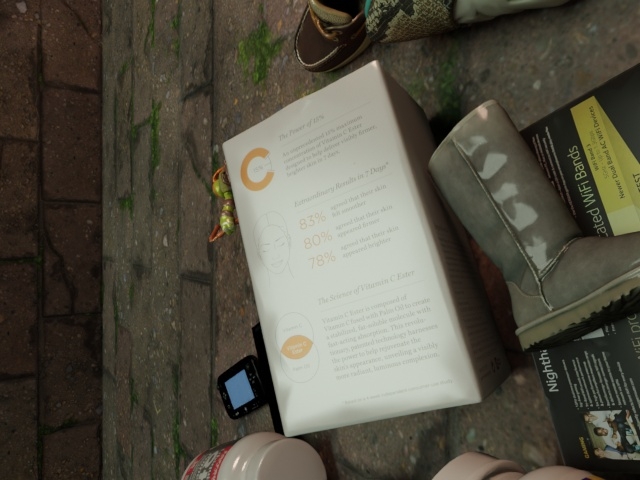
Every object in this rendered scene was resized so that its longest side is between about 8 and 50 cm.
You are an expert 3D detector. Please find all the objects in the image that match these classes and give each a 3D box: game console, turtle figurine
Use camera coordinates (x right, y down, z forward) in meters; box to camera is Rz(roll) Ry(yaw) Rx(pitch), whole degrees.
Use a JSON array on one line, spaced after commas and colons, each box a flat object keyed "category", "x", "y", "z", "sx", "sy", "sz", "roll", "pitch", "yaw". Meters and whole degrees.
[{"category": "game console", "x": -0.123, "y": 0.294, "z": 0.996, "sx": 0.361, "sy": 0.044, "sz": 0.213, "roll": -43, "pitch": 57, "yaw": 47}, {"category": "turtle figurine", "x": -0.145, "y": -0.137, "z": 0.957, "sx": 0.217, "sy": 0.087, "sz": 0.269, "roll": -22, "pitch": 43, "yaw": 39}]

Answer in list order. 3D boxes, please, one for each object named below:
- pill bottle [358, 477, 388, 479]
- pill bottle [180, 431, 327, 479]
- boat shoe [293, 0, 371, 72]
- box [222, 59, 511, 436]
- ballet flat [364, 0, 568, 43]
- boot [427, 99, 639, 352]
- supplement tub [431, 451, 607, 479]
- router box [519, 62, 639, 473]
[{"category": "pill bottle", "x": 0.035, "y": 0.470, "z": 0.676, "sx": 0.160, "sy": 0.160, "sz": 0.283, "roll": 56, "pitch": 133, "yaw": 38}, {"category": "pill bottle", "x": -0.124, "y": 0.445, "z": 0.884, "sx": 0.318, "sy": 0.176, "sz": 0.176, "roll": -40, "pitch": 59, "yaw": 47}, {"category": "boat shoe", "x": 0.029, "y": -0.336, "z": 0.667, "sx": 0.342, "sy": 0.123, "sz": 0.123, "roll": -23, "pitch": 95, "yaw": 59}, {"category": "box", "x": 0.049, "y": 0.017, "z": 0.571, "sx": 0.215, "sy": 0.168, "sz": 0.345, "roll": -21, "pitch": 75, "yaw": 26}, {"category": "ballet flat", "x": 0.220, "y": -0.338, "z": 0.436, "sx": 0.182, "sy": 0.164, "sz": 0.483, "roll": 52, "pitch": 131, "yaw": 14}, {"category": "boot", "x": 0.188, "y": -0.033, "z": 0.406, "sx": 0.189, "sy": 0.076, "sz": 0.208, "roll": -43, "pitch": 49, "yaw": 45}, {"category": "supplement tub", "x": 0.225, "y": 0.300, "z": 0.312, "sx": 0.331, "sy": 0.241, "sz": 0.241, "roll": 7, "pitch": 96, "yaw": 46}, {"category": "router box", "x": 0.281, "y": 0.020, "z": 0.395, "sx": 0.243, "sy": 0.081, "sz": 0.309, "roll": -29, "pitch": 67, "yaw": 51}]
